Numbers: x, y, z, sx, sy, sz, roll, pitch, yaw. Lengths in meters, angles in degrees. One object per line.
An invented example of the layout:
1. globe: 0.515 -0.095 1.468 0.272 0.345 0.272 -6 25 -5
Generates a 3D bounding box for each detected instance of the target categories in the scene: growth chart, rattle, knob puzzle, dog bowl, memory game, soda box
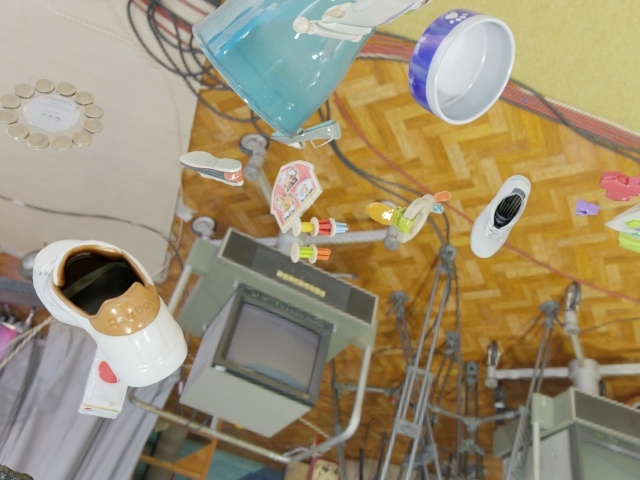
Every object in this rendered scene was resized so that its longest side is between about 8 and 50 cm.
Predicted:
1. growth chart: 0.103 -0.255 0.573 0.237 0.172 0.021 -24 93 24
2. rattle: 0.244 -0.094 1.615 0.143 0.199 0.130 20 145 38
3. knob puzzle: -0.086 -0.144 1.630 0.030 0.213 0.213 20 146 -40
4. dog bowl: 0.350 -0.431 1.456 0.265 0.104 0.265 -21 133 -25
5. memory game: -0.501 -0.235 1.093 0.186 0.186 0.012 21 141 -7
6. soda box: -0.404 0.230 1.145 0.074 0.216 0.069 18 145 -20

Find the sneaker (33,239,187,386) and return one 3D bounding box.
1. sneaker: -0.242 0.033 0.624 0.290 0.106 0.123 23 139 43

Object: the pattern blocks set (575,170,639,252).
1. pattern blocks set: 0.620 -0.023 1.031 0.325 0.026 0.285 16 165 11

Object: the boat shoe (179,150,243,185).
1. boat shoe: -0.208 -0.137 1.117 0.137 0.049 0.043 14 137 19

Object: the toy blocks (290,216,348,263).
1. toy blocks: 0.000 0.000 1.558 0.148 0.123 0.054 2 -176 -23

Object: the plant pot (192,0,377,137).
1. plant pot: -0.048 -0.376 1.076 0.255 0.271 0.271 -40 121 15

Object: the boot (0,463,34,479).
1. boot: -0.451 0.437 0.768 0.348 0.260 0.131 20 140 13

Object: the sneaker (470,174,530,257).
1. sneaker: 0.449 -0.049 1.501 0.094 0.091 0.258 26 129 13

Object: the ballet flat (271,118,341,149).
1. ballet flat: -0.042 -0.295 1.686 0.213 0.072 0.068 -7 114 23
